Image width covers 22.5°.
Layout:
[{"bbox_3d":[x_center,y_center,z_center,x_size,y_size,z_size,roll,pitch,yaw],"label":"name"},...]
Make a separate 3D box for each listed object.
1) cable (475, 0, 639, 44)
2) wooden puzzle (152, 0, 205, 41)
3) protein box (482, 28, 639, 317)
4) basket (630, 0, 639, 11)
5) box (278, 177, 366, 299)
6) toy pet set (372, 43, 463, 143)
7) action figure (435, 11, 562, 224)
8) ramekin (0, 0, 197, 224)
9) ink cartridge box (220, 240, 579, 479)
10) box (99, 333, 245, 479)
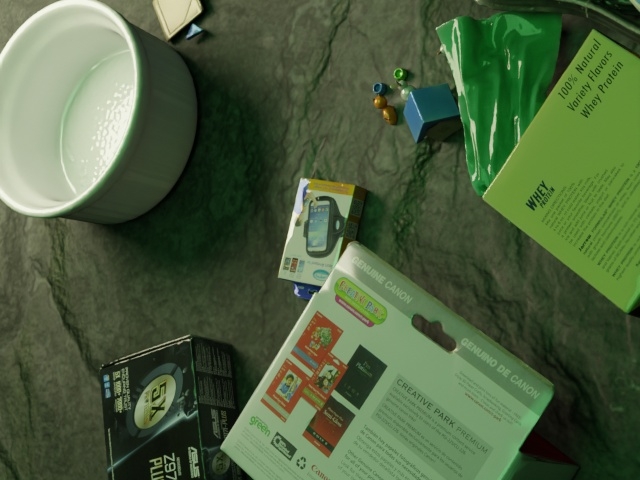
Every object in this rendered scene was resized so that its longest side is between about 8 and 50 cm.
[{"bbox_3d":[0.261,-0.264,1.648,0.139,0.072,0.287,-37,48,-15],"label":"cable"},{"bbox_3d":[-0.180,-0.298,2.047,0.078,0.014,0.116,-32,61,32],"label":"wooden puzzle"},{"bbox_3d":[0.307,-0.056,1.540,0.201,0.136,0.200,41,105,36],"label":"protein box"},{"bbox_3d":[0.445,-0.253,1.438,0.289,0.201,0.255,-47,63,22],"label":"basket"},{"bbox_3d":[0.000,0.000,1.828,0.081,0.028,0.136,9,83,38],"label":"box"},{"bbox_3d":[0.105,-0.162,1.764,0.122,0.065,0.114,-34,61,27],"label":"toy pet set"},{"bbox_3d":[0.195,-0.125,1.681,0.137,0.063,0.232,-9,68,23],"label":"action figure"},{"bbox_3d":[-0.284,-0.151,2.011,0.277,0.135,0.277,-10,73,36],"label":"ramekin"},{"bbox_3d":[0.093,0.193,1.645,0.309,0.130,0.272,38,100,37],"label":"ink cartridge box"},{"bbox_3d":[-0.173,0.217,1.874,0.147,0.077,0.180,-19,68,32],"label":"box"}]
